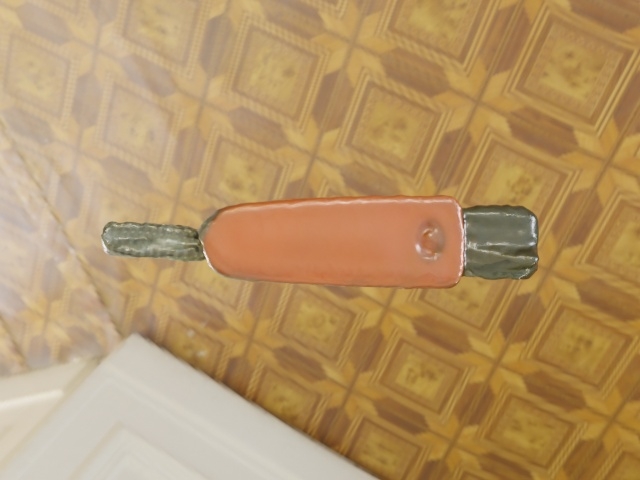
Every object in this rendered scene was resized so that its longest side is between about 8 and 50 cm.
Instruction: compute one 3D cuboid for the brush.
[{"bbox_3d":[0.000,0.000,0.764,0.323,0.051,0.070,2,84,-1],"label":"brush"}]
